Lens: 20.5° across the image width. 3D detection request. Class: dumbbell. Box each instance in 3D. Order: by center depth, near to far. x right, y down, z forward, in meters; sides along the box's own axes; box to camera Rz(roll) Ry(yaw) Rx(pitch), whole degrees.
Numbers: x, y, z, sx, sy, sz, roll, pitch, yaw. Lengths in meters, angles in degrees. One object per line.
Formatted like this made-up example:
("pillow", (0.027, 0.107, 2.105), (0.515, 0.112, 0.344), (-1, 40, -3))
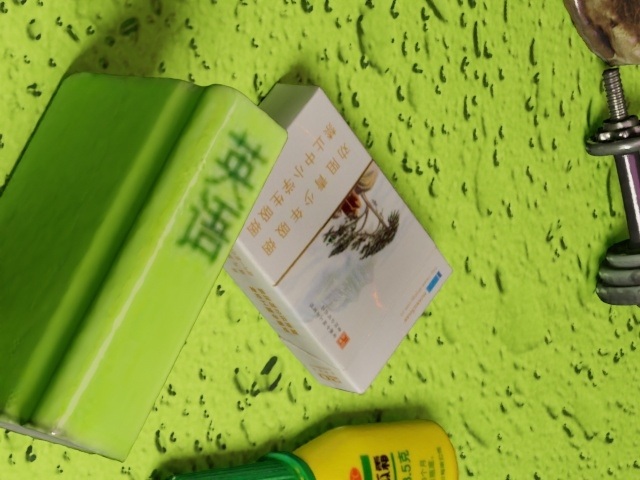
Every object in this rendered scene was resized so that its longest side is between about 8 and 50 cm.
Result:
("dumbbell", (0.309, -0.044, 1.733), (0.110, 0.110, 0.254), (-20, 103, -36))

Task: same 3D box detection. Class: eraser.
("eraser", (-0.163, 0.016, 1.269), (0.092, 0.210, 0.274), (38, 71, -38))

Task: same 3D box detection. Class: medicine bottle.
("medicine bottle", (-0.008, 0.216, 1.520), (0.309, 0.076, 0.111), (0, 96, -39))

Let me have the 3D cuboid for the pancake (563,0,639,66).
("pancake", (0.341, -0.296, 1.759), (0.286, 0.033, 0.288), (37, 74, -39))

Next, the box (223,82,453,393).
("box", (0.001, 0.000, 1.496), (0.149, 0.067, 0.233), (-51, 125, -20))
